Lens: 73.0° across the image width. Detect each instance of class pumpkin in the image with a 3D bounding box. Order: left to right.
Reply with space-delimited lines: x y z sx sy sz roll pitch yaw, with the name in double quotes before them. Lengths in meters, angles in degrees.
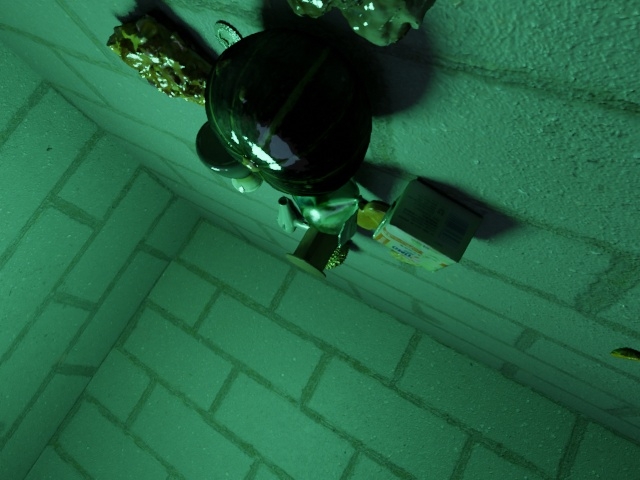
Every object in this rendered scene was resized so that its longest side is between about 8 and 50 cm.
"pumpkin" -0.061 -0.228 0.810 0.323 0.242 0.323 28 165 8
"pumpkin" 0.887 0.328 1.248 0.083 0.028 0.050 15 163 24

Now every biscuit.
"biscuit" 0.169 -0.076 1.335 0.166 0.036 0.225 36 164 -25
"biscuit" 0.315 0.066 1.585 0.147 0.018 0.071 19 160 47

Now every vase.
"vase" -0.267 -0.259 1.389 0.173 0.173 0.321 29 174 8

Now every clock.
"clock" -0.190 -0.420 0.900 0.074 0.010 0.083 32 167 -2

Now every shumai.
"shumai" 0.057 -0.326 0.449 0.185 0.184 0.218 -2 160 -13

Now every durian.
"durian" 0.007 0.053 1.865 0.193 0.138 0.237 -4 -168 -28

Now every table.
"table" 0.000 0.000 1.575 0.167 0.227 0.167 28 166 8

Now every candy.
"candy" -0.039 -0.169 1.193 0.398 0.172 0.263 41 166 15

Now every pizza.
"pizza" -0.367 -0.430 1.066 0.408 0.114 0.278 28 172 1

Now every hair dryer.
"hair dryer" -0.079 -0.096 1.799 0.266 0.092 0.229 8 151 28

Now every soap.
"soap" 0.258 -0.029 1.077 0.199 0.139 0.182 30 168 1
